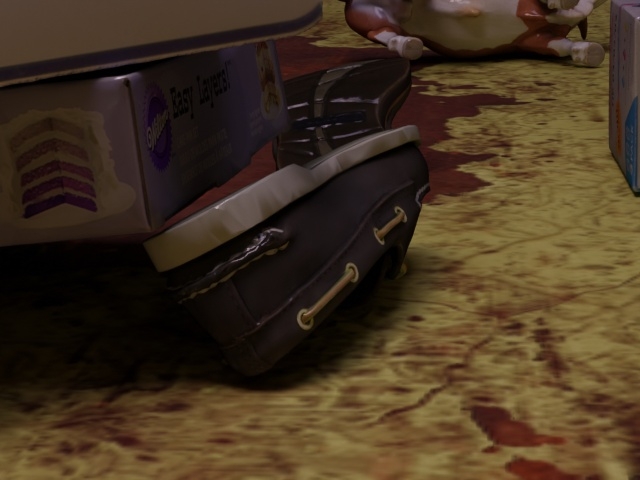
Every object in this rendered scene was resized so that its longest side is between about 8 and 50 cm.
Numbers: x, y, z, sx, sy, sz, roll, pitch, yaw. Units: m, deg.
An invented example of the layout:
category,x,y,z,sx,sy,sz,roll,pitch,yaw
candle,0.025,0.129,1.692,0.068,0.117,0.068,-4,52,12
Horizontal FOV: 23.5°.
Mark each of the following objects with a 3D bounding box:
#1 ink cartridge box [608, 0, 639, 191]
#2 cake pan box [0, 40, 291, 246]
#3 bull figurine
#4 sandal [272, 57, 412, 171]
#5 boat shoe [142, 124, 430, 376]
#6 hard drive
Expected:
category,x,y,z,sx,sy,sz,roll,pitch,yaw
ink cartridge box,0.216,-0.098,0.966,0.062,0.104,0.181,0,13,5
cake pan box,-0.161,-0.047,0.696,0.246,0.070,0.267,-6,12,13
bull figurine,0.174,-0.227,1.505,0.310,0.101,0.188,-4,16,-12
sandal,0.016,-0.056,0.936,0.090,0.060,0.219,-7,28,3
boat shoe,0.000,0.000,0.680,0.081,0.068,0.228,-27,1,26
hard drive,-0.180,-0.096,0.673,0.210,0.040,0.319,-15,15,-37
